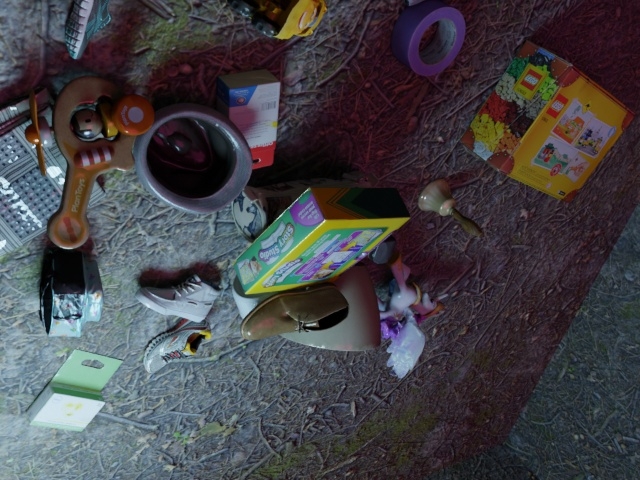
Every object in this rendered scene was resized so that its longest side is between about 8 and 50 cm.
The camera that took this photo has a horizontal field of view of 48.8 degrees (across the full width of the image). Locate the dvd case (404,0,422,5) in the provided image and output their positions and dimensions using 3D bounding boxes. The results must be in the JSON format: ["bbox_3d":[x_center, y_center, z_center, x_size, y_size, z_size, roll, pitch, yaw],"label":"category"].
[{"bbox_3d":[0.284,-0.718,1.736,0.179,0.029,0.238,-26,138,-19],"label":"dvd case"}]

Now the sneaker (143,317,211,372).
[{"bbox_3d":[-0.412,0.303,2.027,0.225,0.092,0.088,-40,140,-2],"label":"sneaker"}]

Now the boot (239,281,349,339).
[{"bbox_3d":[-0.065,0.205,1.899,0.306,0.115,0.112,-19,126,-20],"label":"boot"}]

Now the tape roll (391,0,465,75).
[{"bbox_3d":[0.284,-0.536,1.859,0.189,0.080,0.188,-22,135,-23],"label":"tape roll"}]

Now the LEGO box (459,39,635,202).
[{"bbox_3d":[0.747,-0.367,2.300,0.500,0.193,0.372,14,115,-45],"label":"LEGO box"}]

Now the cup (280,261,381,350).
[{"bbox_3d":[0.038,0.175,2.148,0.331,0.331,0.236,3,99,-41],"label":"cup"}]

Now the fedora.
[{"bbox_3d":[-0.304,-0.202,1.629,0.276,0.124,0.243,29,101,-33],"label":"fedora"}]

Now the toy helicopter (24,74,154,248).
[{"bbox_3d":[-0.497,-0.160,1.430,0.235,0.140,0.354,13,90,-35],"label":"toy helicopter"}]

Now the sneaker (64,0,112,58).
[{"bbox_3d":[-0.444,-0.429,1.374,0.076,0.065,0.166,0,127,-44],"label":"sneaker"}]

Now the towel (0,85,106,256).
[{"bbox_3d":[-0.644,-0.128,1.481,0.312,0.056,0.324,-31,138,-13],"label":"towel"}]

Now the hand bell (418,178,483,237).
[{"bbox_3d":[0.436,-0.084,2.260,0.126,0.242,0.126,-22,136,-24],"label":"hand bell"}]

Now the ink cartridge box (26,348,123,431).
[{"bbox_3d":[-0.670,0.419,1.951,0.235,0.056,0.171,-49,140,11],"label":"ink cartridge box"}]

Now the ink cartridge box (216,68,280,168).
[{"bbox_3d":[-0.178,-0.285,1.704,0.134,0.078,0.231,-16,134,-28],"label":"ink cartridge box"}]

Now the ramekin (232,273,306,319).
[{"bbox_3d":[-0.153,0.137,2.013,0.207,0.207,0.109,-34,130,-11],"label":"ramekin"}]

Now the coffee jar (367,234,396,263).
[{"bbox_3d":[0.149,-0.014,2.132,0.079,0.184,0.096,-8,130,-34],"label":"coffee jar"}]

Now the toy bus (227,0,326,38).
[{"bbox_3d":[-0.065,-0.505,1.502,0.211,0.220,0.149,13,120,-52],"label":"toy bus"}]

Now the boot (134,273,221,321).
[{"bbox_3d":[-0.381,0.138,1.920,0.123,0.095,0.258,-55,148,5],"label":"boot"}]

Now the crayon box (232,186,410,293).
[{"bbox_3d":[0.000,0.000,1.822,0.313,0.106,0.363,-2,150,-44],"label":"crayon box"}]

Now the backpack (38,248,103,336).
[{"bbox_3d":[-0.593,0.135,1.671,0.145,0.165,0.188,7,123,-32],"label":"backpack"}]

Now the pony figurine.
[{"bbox_3d":[0.254,0.245,2.421,0.351,0.303,0.363,-51,125,-3],"label":"pony figurine"}]

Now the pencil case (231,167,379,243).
[{"bbox_3d":[-0.040,-0.098,1.920,0.411,0.160,0.183,-11,136,-32],"label":"pencil case"}]
